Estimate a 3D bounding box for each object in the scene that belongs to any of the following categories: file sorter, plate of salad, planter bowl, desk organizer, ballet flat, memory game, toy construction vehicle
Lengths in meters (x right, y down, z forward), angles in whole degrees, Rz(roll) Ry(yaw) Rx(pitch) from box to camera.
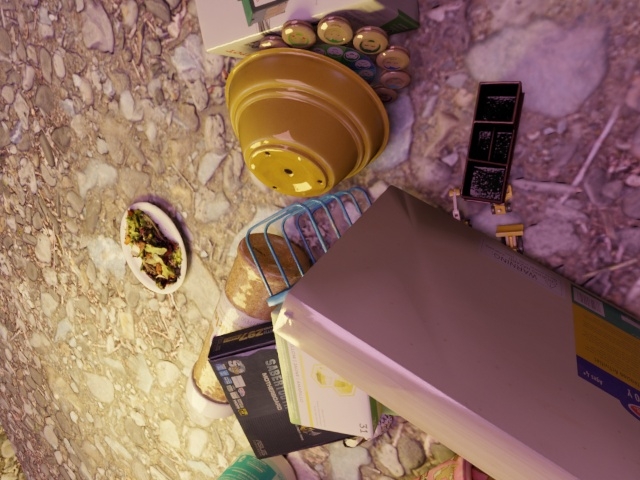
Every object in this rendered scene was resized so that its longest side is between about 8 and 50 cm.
[{"bbox_3d":[0.000,0.000,0.554,0.118,0.170,0.105,-26,89,33],"label":"file sorter"},{"bbox_3d":[-0.357,0.020,0.839,0.199,0.048,0.200,9,109,27],"label":"plate of salad"},{"bbox_3d":[-0.029,-0.117,0.505,0.216,0.091,0.217,13,155,6],"label":"planter bowl"},{"bbox_3d":[0.194,-0.108,0.460,0.047,0.050,0.131,11,97,27],"label":"desk organizer"},{"bbox_3d":[0.077,0.328,0.691,0.041,0.041,0.114,51,122,7],"label":"ballet flat"},{"bbox_3d":[0.015,-0.198,0.482,0.186,0.186,0.012,0,79,30],"label":"memory game"},{"bbox_3d":[0.206,-0.020,0.508,0.085,0.035,0.099,-2,104,30],"label":"toy construction vehicle"}]

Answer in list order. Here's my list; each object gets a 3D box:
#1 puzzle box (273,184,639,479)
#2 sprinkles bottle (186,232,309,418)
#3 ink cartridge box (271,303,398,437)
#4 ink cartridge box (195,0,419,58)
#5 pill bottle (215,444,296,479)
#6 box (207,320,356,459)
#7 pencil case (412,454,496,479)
[{"bbox_3d":[0.194,0.103,0.390,0.408,0.272,0.052,31,126,12],"label":"puzzle box"},{"bbox_3d":[-0.137,0.158,0.712,0.121,0.121,0.356,35,119,16],"label":"sprinkles bottle"},{"bbox_3d":[0.063,0.161,0.511,0.234,0.056,0.171,-1,105,25],"label":"ink cartridge box"},{"bbox_3d":[-0.015,-0.283,0.478,0.219,0.160,0.093,0,105,31],"label":"ink cartridge box"},{"bbox_3d":[-0.167,0.528,0.761,0.146,0.264,0.147,10,111,27],"label":"pill bottle"},{"bbox_3d":[-0.050,0.235,0.647,0.183,0.059,0.233,-15,115,2],"label":"box"},{"bbox_3d":[0.170,0.474,0.617,0.159,0.167,0.386,25,122,-16],"label":"pencil case"}]
